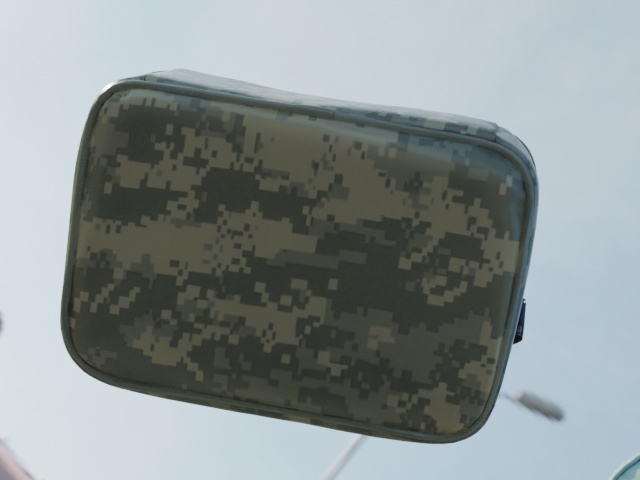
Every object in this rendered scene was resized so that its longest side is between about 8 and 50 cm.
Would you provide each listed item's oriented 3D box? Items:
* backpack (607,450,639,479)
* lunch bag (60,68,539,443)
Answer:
[{"bbox_3d":[0.305,0.245,0.967,0.253,0.225,0.191,36,-50,32],"label":"backpack"},{"bbox_3d":[0.000,0.000,0.958,0.305,0.212,0.256,9,10,5],"label":"lunch bag"}]
